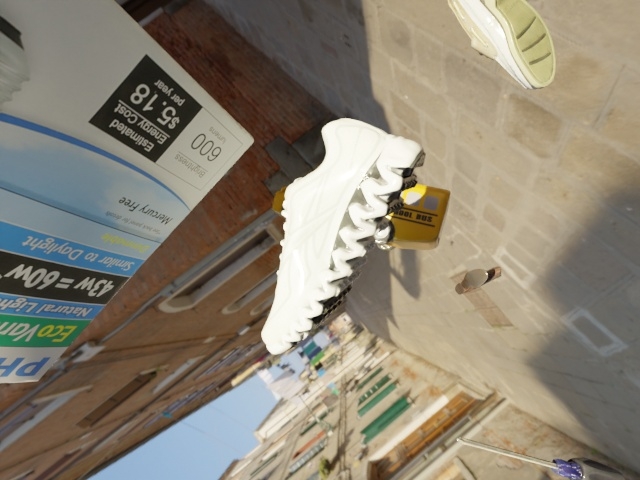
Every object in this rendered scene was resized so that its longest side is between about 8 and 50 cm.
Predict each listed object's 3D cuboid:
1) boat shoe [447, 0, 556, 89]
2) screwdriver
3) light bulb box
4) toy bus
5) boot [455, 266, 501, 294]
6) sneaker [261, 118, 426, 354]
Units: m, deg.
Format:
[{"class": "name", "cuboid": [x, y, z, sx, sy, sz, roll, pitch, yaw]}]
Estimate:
[{"class": "boat shoe", "cuboid": [0.387, -0.450, 0.865, 0.302, 0.113, 0.103, 56, 162, -7]}, {"class": "screwdriver", "cuboid": [0.175, 0.176, 0.322, 0.170, 0.024, 0.025, 20, 165, -11]}, {"class": "light bulb box", "cuboid": [-0.316, -0.085, 0.318, 0.225, 0.361, 0.358, 44, -177, 25]}, {"class": "toy bus", "cuboid": [0.077, -0.064, 0.813, 0.333, 0.130, 0.108, 14, 175, 18]}, {"class": "boot", "cuboid": [0.359, 0.074, 0.867, 0.037, 0.114, 0.106, 67, 155, 18]}, {"class": "sneaker", "cuboid": [0.000, 0.000, 0.470, 0.118, 0.292, 0.110, 33, -165, 13]}]
